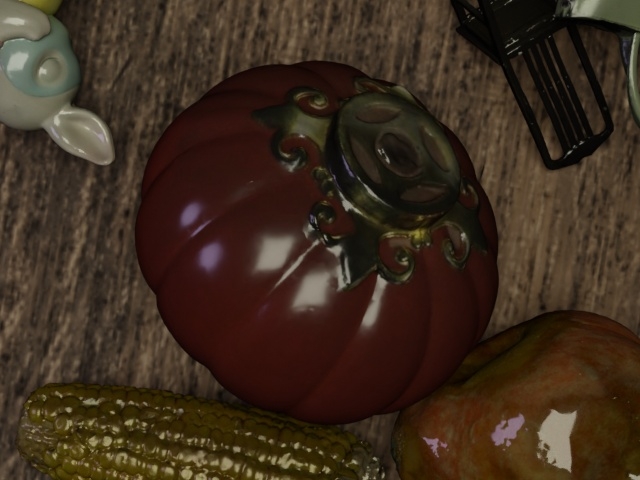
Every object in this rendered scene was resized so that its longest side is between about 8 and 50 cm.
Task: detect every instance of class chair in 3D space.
[{"bbox_3d":[0.181,-0.170,1.353,0.084,0.101,0.212,-30,128,-3],"label":"chair"}]

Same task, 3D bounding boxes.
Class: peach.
[{"bbox_3d":[0.176,0.168,1.276,0.235,0.214,0.214,-12,90,3],"label":"peach"}]

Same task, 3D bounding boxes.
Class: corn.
[{"bbox_3d":[-0.095,0.187,1.304,0.322,0.119,0.119,16,88,-1],"label":"corn"}]

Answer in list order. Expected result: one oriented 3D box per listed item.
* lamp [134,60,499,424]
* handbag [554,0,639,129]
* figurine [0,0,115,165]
[{"bbox_3d":[0.000,0.000,1.237,0.303,0.257,0.303,17,51,-22],"label":"lamp"},{"bbox_3d":[0.296,-0.243,1.318,0.241,0.109,0.315,8,94,-36],"label":"handbag"},{"bbox_3d":[-0.259,-0.166,1.302,0.235,0.127,0.155,25,78,-8],"label":"figurine"}]
